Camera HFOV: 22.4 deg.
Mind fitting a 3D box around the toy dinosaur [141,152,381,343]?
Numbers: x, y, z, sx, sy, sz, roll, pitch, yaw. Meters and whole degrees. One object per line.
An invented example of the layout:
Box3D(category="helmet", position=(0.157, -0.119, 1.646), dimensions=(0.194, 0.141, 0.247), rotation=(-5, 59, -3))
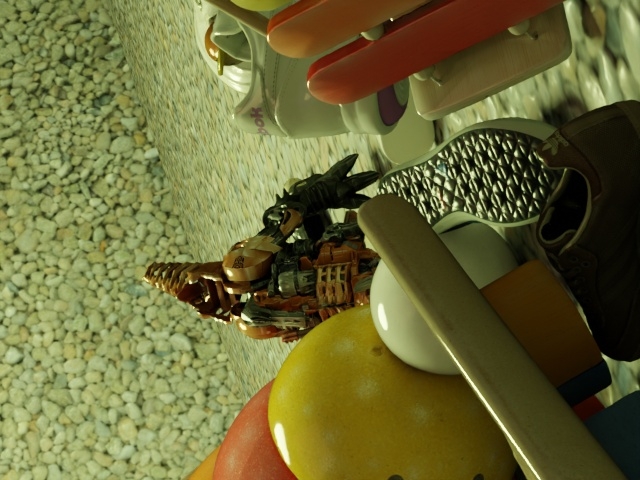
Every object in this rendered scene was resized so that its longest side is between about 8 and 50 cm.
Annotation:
Box3D(category="toy dinosaur", position=(-0.030, 0.025, 1.543), dimensions=(0.322, 0.218, 0.164), rotation=(21, 122, 23))

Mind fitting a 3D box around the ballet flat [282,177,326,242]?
Box3D(category="ballet flat", position=(0.000, 0.000, 1.900), dimensions=(0.049, 0.057, 0.173), rotation=(-36, 65, 35))

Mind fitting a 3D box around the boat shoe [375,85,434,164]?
Box3D(category="boat shoe", position=(0.055, -0.152, 1.331), dimensions=(0.063, 0.066, 0.184), rotation=(-123, 10, -54))

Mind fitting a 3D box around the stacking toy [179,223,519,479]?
Box3D(category="stacking toy", position=(0.047, 0.170, 1.334), dimensions=(0.351, 0.350, 0.480), rotation=(-115, 29, -42))

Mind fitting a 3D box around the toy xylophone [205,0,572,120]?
Box3D(category="toy xylophone", position=(-0.006, -0.173, 0.935), dimensions=(0.236, 0.322, 0.081), rotation=(-29, 49, 40))

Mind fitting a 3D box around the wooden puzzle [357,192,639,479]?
Box3D(category="wooden puzzle", position=(0.173, 0.147, 0.954), dimensions=(0.348, 0.080, 0.322), rotation=(56, -179, -33))

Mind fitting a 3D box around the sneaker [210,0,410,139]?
Box3D(category="sneaker", position=(-0.016, -0.217, 1.215), dimensions=(0.114, 0.152, 0.305), rotation=(48, -143, -61))

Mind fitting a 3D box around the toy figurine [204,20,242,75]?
Box3D(category="toy figurine", position=(-0.081, -0.292, 1.569), dimensions=(0.213, 0.148, 0.210), rotation=(91, 160, -57))

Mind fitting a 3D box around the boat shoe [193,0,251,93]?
Box3D(category="boat shoe", position=(-0.105, -0.288, 1.837), dimensions=(0.096, 0.098, 0.277), rotation=(88, 164, -55))

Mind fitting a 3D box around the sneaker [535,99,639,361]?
Box3D(category="sneaker", position=(0.159, 0.001, 0.962), dimensions=(0.066, 0.071, 0.188), rotation=(-119, 17, -50))

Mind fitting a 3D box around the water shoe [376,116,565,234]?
Box3D(category="water shoe", position=(0.120, -0.049, 1.111), dimensions=(0.203, 0.080, 0.073), rotation=(-11, 99, 55))
